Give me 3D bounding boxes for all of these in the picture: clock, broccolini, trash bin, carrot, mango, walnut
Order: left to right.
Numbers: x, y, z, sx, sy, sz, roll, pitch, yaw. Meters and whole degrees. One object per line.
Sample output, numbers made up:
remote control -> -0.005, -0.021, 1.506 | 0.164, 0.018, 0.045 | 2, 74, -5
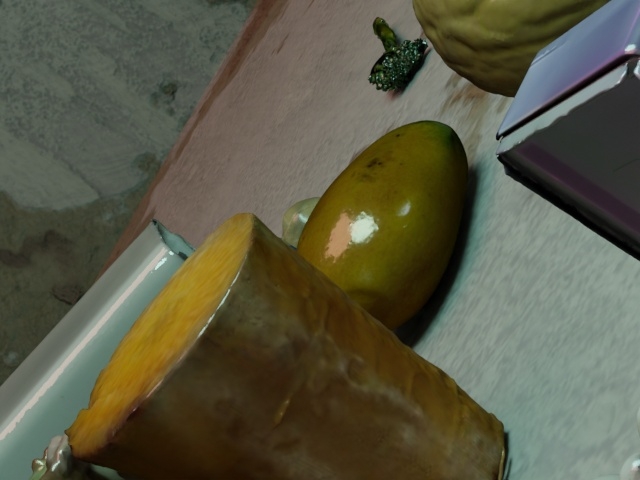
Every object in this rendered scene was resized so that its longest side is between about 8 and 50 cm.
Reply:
trash bin -> -0.210, 0.182, 1.792 | 0.367, 0.256, 0.296 | -51, 12, 1
carrot -> -0.009, 0.126, 1.133 | 0.196, 0.254, 0.196 | -48, 18, 21
mango -> 0.055, -0.012, 1.476 | 0.151, 0.120, 0.221 | -43, 14, 40
broccolini -> 0.086, -0.217, 1.996 | 0.254, 0.071, 0.057 | -89, -10, -76
walnut -> 0.177, -0.200, 1.261 | 0.228, 0.228, 0.228 | -54, 15, 21
clock -> 0.201, -0.039, 0.854 | 0.145, 0.193, 0.073 | -32, 29, 62

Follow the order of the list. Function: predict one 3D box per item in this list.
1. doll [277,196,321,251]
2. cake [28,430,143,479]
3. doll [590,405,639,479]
doll -> 0.000, 0.000, 1.720 | 0.179, 0.102, 0.089 | 168, 92, -71
cake -> -0.130, 0.311, 1.140 | 0.255, 0.282, 0.290 | -53, 8, 20
doll -> 0.097, 0.191, 0.853 | 0.208, 0.144, 0.271 | -56, 6, -29
